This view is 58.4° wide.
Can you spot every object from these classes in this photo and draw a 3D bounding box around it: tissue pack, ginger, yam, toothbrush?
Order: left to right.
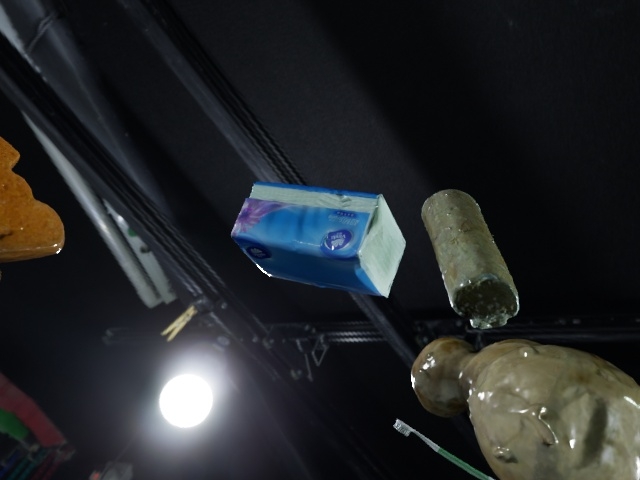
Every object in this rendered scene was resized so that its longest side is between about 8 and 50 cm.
[{"bbox_3d":[0.000,0.000,1.074,0.263,0.146,0.198,10,-24,27],"label":"tissue pack"},{"bbox_3d":[0.277,0.471,1.261,0.257,0.018,0.024,29,-89,8],"label":"toothbrush"},{"bbox_3d":[0.211,0.019,0.830,0.093,0.259,0.093,0,-59,0],"label":"yam"},{"bbox_3d":[0.226,0.187,0.610,0.245,0.155,0.304,21,-6,-11],"label":"ginger"}]

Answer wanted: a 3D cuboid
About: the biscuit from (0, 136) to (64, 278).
[{"bbox_3d":[-0.448,-0.025,0.613,0.284,0.306,0.043,43,-50,-18],"label":"biscuit"}]
